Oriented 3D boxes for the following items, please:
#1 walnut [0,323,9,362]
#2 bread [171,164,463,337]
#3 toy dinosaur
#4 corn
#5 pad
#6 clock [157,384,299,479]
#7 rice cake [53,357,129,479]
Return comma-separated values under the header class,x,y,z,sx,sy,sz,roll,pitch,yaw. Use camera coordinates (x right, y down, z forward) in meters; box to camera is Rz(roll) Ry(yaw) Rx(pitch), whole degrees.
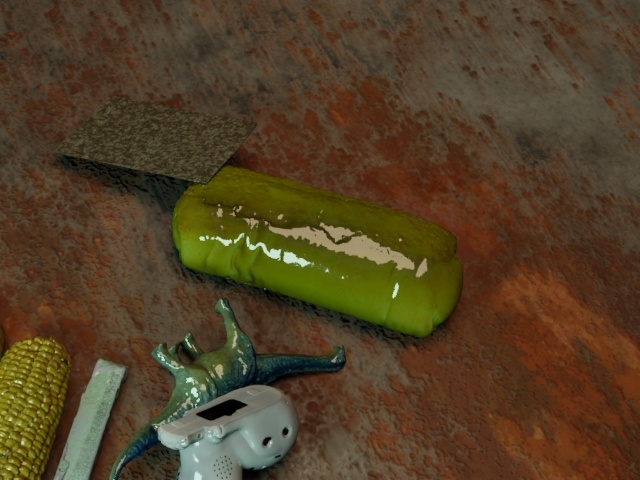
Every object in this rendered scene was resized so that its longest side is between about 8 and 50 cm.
class,x,y,z,sx,sy,sz,roll,pitch,yaw
walnut,-0.466,0.096,1.699,0.211,0.087,0.167,14,46,1
bread,0.000,0.000,1.853,0.383,0.112,0.166,17,50,4
toy dinosaur,-0.131,0.166,1.714,0.363,0.076,0.147,-29,74,-37
corn,-0.347,0.222,1.609,0.106,0.106,0.293,12,49,-1
pad,-0.219,-0.138,1.937,0.235,0.003,0.158,12,39,22
clock,-0.096,0.241,1.646,0.176,0.117,0.080,-21,22,-36
rice cake,-0.267,0.221,1.668,0.043,0.034,0.211,15,49,-2
